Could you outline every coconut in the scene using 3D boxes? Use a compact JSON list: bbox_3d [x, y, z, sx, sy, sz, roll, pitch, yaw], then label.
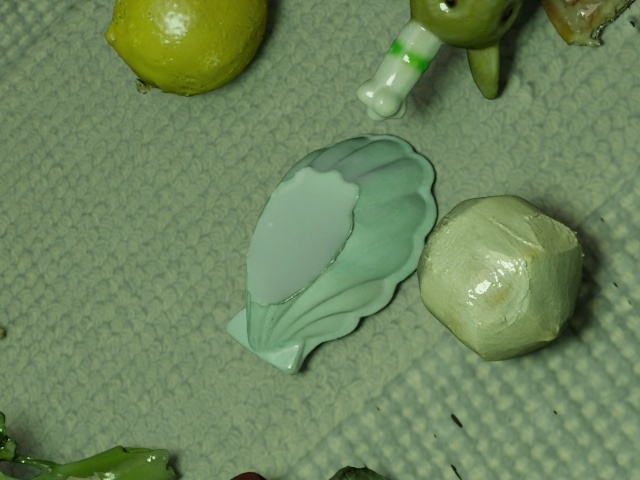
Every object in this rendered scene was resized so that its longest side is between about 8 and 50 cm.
[{"bbox_3d":[0.188,0.040,1.712,0.162,0.161,0.161,35,93,30],"label":"coconut"}]

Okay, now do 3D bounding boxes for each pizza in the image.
[{"bbox_3d":[0.316,-0.310,1.812,0.195,0.052,0.185,-21,68,23],"label":"pizza"}]

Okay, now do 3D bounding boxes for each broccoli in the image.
[{"bbox_3d":[-0.352,0.312,1.916,0.254,0.186,0.302,36,71,-2],"label":"broccoli"}]

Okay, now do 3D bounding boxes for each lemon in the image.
[{"bbox_3d":[-0.148,-0.262,1.980,0.206,0.173,0.173,-40,58,-11],"label":"lemon"}]

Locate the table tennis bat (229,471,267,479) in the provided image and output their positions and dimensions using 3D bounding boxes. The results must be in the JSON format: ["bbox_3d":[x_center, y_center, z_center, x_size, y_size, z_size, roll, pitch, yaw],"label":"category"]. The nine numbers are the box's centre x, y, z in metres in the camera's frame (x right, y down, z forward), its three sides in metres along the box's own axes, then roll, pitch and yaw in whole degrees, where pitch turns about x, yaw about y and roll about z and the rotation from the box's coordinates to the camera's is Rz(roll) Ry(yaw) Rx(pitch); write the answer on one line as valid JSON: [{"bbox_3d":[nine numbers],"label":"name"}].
[{"bbox_3d":[-0.104,0.321,1.739,0.200,0.038,0.310,-60,16,-21],"label":"table tennis bat"}]

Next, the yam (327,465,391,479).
[{"bbox_3d":[0.000,0.363,1.713,0.268,0.161,0.161,-47,59,5],"label":"yam"}]

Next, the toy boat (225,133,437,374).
[{"bbox_3d":[0.000,0.000,1.858,0.199,0.100,0.290,30,88,32],"label":"toy boat"}]

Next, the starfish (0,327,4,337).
[{"bbox_3d":[-0.483,0.108,2.113,0.209,0.053,0.150,32,86,34],"label":"starfish"}]

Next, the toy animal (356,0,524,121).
[{"bbox_3d":[0.170,-0.291,1.777,0.180,0.181,0.363,179,104,-72],"label":"toy animal"}]
